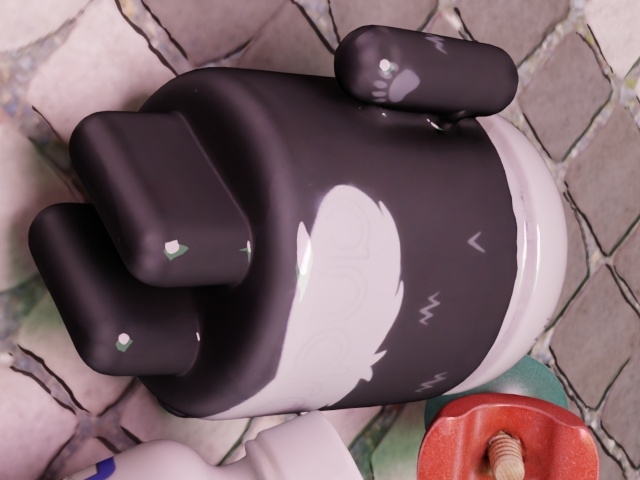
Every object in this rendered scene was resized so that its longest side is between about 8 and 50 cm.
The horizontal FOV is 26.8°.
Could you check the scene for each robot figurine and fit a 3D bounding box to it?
[{"bbox_3d":[-0.002,0.000,0.685,0.278,0.209,0.174,0,83,-39],"label":"robot figurine"}]

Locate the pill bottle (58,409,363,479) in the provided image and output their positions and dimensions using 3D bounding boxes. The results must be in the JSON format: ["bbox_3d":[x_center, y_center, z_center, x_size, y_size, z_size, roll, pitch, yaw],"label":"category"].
[{"bbox_3d":[-0.100,0.183,0.602,0.272,0.152,0.152,-23,116,-9],"label":"pill bottle"}]

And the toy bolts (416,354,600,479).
[{"bbox_3d":[0.073,0.167,0.842,0.218,0.158,0.228,10,108,-1],"label":"toy bolts"}]
